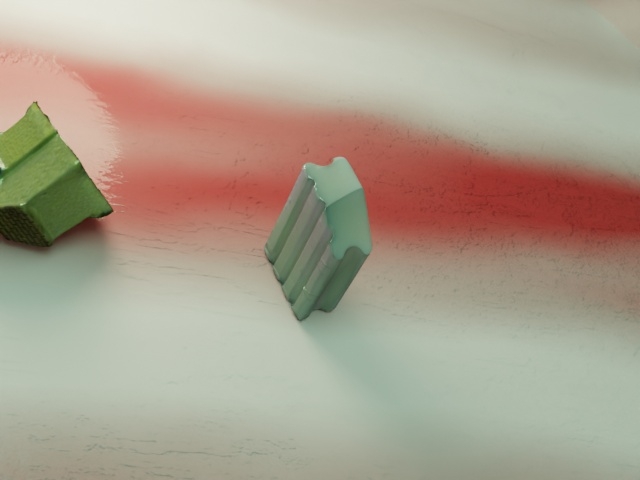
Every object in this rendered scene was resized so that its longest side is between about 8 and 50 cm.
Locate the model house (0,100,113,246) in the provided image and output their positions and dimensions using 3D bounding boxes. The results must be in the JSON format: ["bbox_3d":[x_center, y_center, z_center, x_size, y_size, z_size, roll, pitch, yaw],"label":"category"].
[{"bbox_3d":[-0.512,-0.101,1.935,0.189,0.195,0.214,-35,59,-11],"label":"model house"}]

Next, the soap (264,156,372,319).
[{"bbox_3d":[0.000,0.000,1.977,0.095,0.289,0.173,-15,65,-27],"label":"soap"}]
